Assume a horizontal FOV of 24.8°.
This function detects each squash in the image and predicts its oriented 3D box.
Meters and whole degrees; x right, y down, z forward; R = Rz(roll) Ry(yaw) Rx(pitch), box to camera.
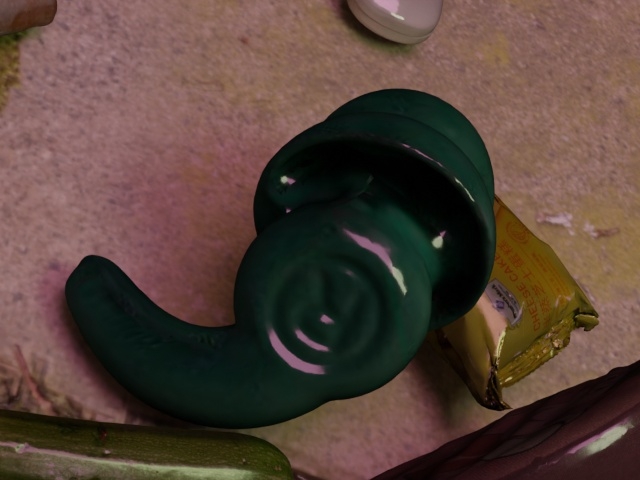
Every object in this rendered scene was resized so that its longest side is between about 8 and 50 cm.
[{"bbox_3d":[-0.121,0.144,0.908,0.229,0.066,0.066,11,54,-24],"label":"squash"}]

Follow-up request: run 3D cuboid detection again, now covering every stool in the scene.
[{"bbox_3d":[0.148,0.200,0.920,0.272,0.272,0.178,-21,84,-40],"label":"stool"}]

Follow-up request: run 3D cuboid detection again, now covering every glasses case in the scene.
[{"bbox_3d":[0.070,-0.274,1.330,0.092,0.059,0.233,20,49,-22],"label":"glasses case"}]

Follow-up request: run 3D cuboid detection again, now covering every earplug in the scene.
[{"bbox_3d":[-0.001,0.006,0.989,0.164,0.257,0.280,57,44,-19],"label":"earplug"}]

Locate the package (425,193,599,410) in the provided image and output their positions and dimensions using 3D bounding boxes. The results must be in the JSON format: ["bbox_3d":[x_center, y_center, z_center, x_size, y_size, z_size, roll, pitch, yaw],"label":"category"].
[{"bbox_3d":[0.104,0.018,1.116,0.226,0.090,0.168,45,43,15],"label":"package"}]

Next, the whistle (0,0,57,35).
[{"bbox_3d":[-0.281,-0.152,1.022,0.220,0.057,0.107,-21,71,-42],"label":"whistle"}]
